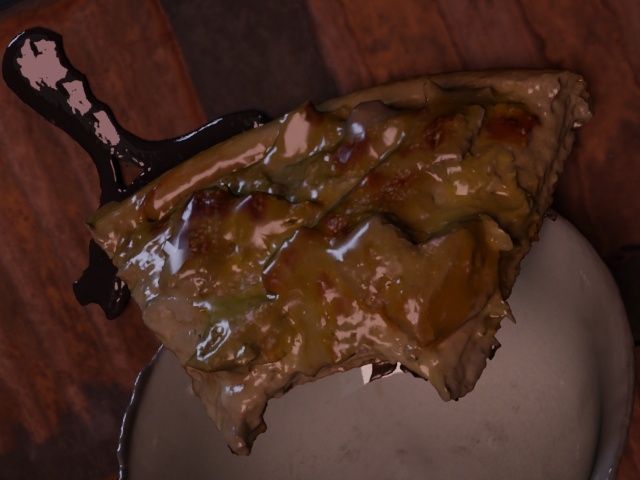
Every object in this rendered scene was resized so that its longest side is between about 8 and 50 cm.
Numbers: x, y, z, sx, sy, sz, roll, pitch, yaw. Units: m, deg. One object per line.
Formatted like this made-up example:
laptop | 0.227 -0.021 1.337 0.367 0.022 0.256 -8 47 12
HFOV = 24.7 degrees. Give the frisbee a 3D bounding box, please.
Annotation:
frisbee | -0.128 -0.030 0.978 0.211 0.012 0.187 18 112 14

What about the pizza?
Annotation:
pizza | 0.000 0.000 0.830 0.323 0.223 0.089 -16 138 19

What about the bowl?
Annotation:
bowl | 0.049 0.126 0.864 0.313 0.313 0.146 -8 145 23
